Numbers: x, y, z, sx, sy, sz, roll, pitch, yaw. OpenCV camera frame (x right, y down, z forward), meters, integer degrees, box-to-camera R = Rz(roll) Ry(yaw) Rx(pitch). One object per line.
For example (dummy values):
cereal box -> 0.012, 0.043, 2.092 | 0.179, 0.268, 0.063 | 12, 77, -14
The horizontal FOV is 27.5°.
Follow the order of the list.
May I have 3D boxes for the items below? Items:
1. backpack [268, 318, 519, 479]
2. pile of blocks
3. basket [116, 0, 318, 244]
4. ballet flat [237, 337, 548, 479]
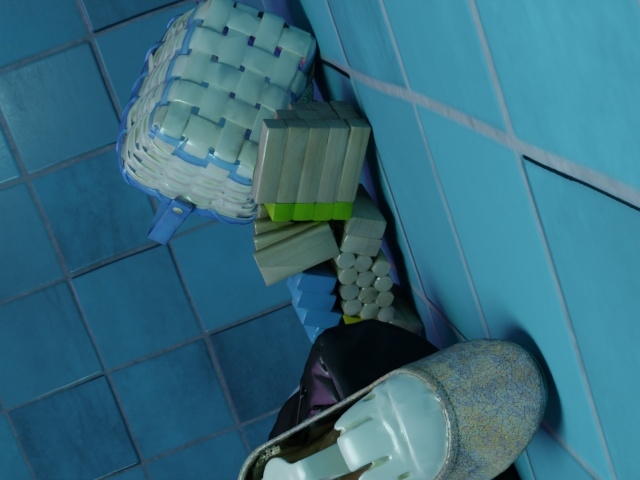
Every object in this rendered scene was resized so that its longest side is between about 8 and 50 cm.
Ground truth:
backpack -> 0.059, 0.262, 1.310 | 0.355, 0.273, 0.290 | -50, 60, 48
pile of blocks -> 0.000, 0.000, 1.378 | 0.112, 0.149, 0.362 | -119, 9, -55
basket -> -0.122, -0.131, 1.489 | 0.255, 0.201, 0.289 | -70, 15, -14
ballet flat -> 0.040, 0.163, 1.002 | 0.316, 0.106, 0.107 | -37, 68, 46
